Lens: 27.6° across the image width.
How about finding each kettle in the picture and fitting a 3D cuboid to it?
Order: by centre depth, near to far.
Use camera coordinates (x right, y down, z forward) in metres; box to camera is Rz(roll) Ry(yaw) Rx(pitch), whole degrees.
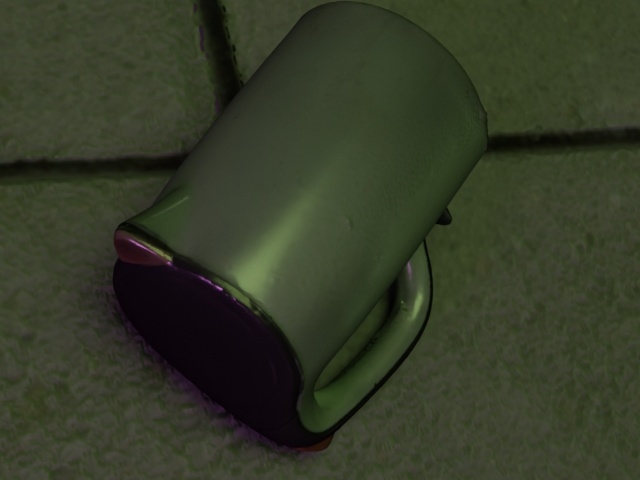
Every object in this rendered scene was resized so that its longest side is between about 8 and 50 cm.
[{"bbox_3d":[0.000,0.000,0.886,0.240,0.165,0.255,55,52,-29],"label":"kettle"}]
